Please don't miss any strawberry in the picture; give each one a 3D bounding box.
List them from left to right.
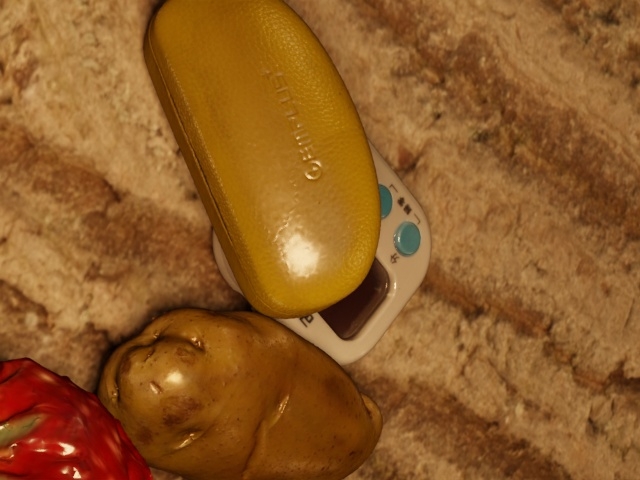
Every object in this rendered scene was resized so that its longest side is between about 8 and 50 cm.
[{"bbox_3d":[-0.262,0.278,1.691,0.345,0.317,0.295,17,97,-47],"label":"strawberry"}]

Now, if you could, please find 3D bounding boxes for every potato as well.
[{"bbox_3d":[-0.084,0.182,1.884,0.369,0.176,0.195,25,78,-39],"label":"potato"}]

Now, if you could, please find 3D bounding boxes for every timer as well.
[{"bbox_3d":[0.000,0.000,1.970,0.237,0.087,0.262,-51,119,-20],"label":"timer"}]

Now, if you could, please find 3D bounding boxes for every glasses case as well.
[{"bbox_3d":[-0.049,-0.106,1.816,0.173,0.141,0.371,-21,84,-21],"label":"glasses case"}]
